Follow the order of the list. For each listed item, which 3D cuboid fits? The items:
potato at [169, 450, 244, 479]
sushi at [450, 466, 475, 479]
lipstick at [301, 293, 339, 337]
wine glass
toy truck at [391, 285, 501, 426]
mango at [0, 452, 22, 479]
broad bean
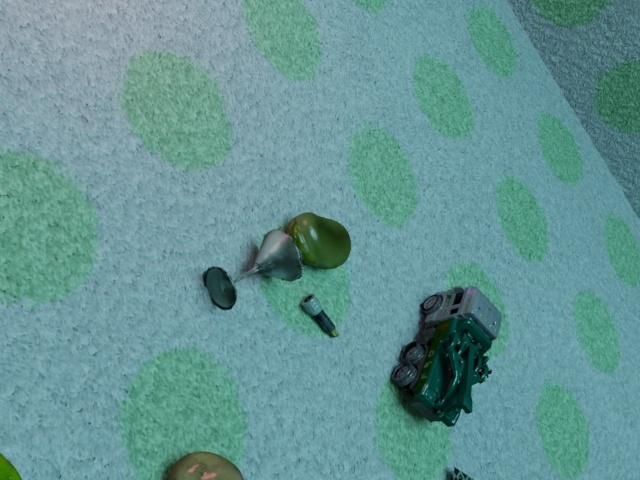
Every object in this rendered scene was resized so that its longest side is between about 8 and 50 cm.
[{"bbox_3d":[-0.190,0.424,1.394,0.147,0.112,0.112,27,55,-26],"label":"potato"},{"bbox_3d":[0.332,0.608,1.891,0.126,0.026,0.120,39,47,-32],"label":"sushi"},{"bbox_3d":[0.004,0.168,1.747,0.116,0.037,0.037,54,44,-20],"label":"lipstick"},{"bbox_3d":[-0.136,0.059,1.602,0.183,0.122,0.122,-25,91,-42],"label":"wine glass"},{"bbox_3d":[0.310,0.272,1.905,0.176,0.178,0.363,45,44,-21],"label":"toy truck"},{"bbox_3d":[-0.477,0.347,1.176,0.108,0.056,0.073,44,53,-27],"label":"mango"},{"bbox_3d":[0.000,0.000,1.776,0.174,0.082,0.124,18,59,-37],"label":"broad bean"}]
